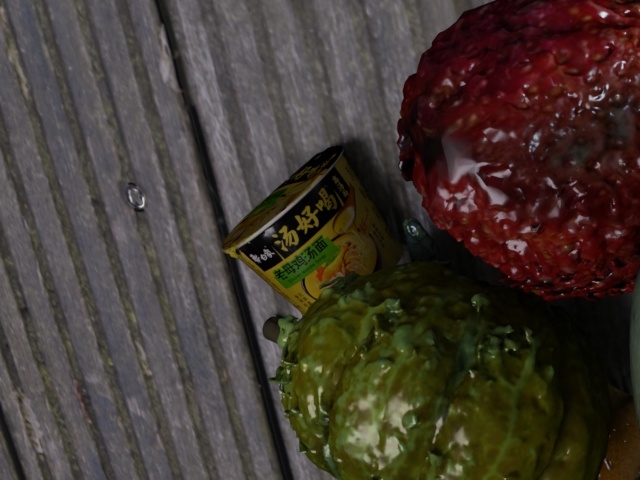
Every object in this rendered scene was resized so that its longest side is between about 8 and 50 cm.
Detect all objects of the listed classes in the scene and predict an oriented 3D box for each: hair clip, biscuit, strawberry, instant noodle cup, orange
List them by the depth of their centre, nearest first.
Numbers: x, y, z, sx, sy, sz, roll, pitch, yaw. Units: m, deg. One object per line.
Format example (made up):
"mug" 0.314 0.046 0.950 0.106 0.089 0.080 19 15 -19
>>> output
"strawberry" 0.176 -0.067 1.391 0.274 0.220 0.274 21 125 34
"orange" 0.112 0.128 1.517 0.301 0.300 0.223 24 93 46
"biscuit" 0.254 0.225 1.642 0.166 0.036 0.225 26 126 32
"instant noodle cup" 0.000 0.000 1.655 0.122 0.151 0.151 47 139 -8
"hair clip" 0.108 0.063 1.667 0.066 0.036 0.229 25 142 36

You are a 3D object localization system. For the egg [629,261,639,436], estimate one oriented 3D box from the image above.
"egg" 0.393 0.114 1.223 0.428 0.345 0.345 56 139 11

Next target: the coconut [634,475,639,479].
"coconut" 0.337 0.317 1.513 0.204 0.236 0.235 -124 29 -49

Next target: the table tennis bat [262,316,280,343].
"table tennis bat" 0.035 0.133 1.785 0.234 0.022 0.131 25 142 31
